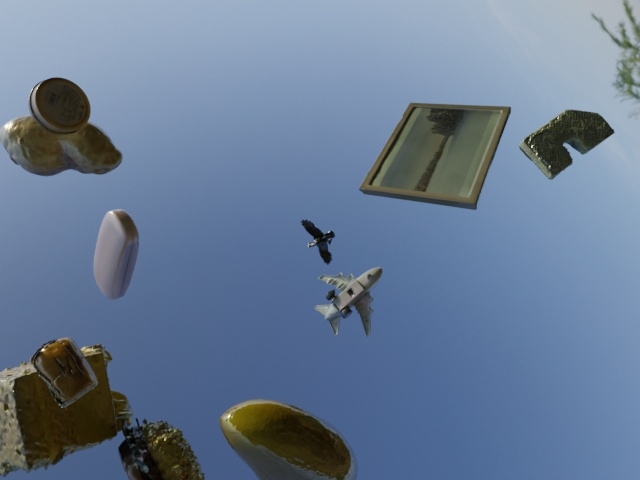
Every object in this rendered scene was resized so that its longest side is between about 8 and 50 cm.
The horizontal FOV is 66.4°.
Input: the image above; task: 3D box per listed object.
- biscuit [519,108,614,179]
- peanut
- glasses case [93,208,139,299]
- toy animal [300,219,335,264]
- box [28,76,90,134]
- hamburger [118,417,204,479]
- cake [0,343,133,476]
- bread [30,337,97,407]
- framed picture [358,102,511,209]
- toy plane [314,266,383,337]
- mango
[{"bbox_3d":[0.729,-0.300,1.445,0.250,0.046,0.147,-34,-102,-6],"label":"biscuit"},{"bbox_3d":[-0.553,-0.198,1.048,0.253,0.122,0.137,0,-112,-3],"label":"peanut"},{"bbox_3d":[-0.550,0.043,1.312,0.113,0.297,0.075,47,-141,19],"label":"glasses case"},{"bbox_3d":[0.000,0.000,1.875,0.220,0.108,0.062,56,-146,-22],"label":"toy animal"},{"bbox_3d":[-0.497,-0.257,0.935,0.105,0.037,0.106,5,-96,-49],"label":"box"},{"bbox_3d":[-0.354,0.506,1.101,0.138,0.243,0.261,-30,-132,-26],"label":"hamburger"},{"bbox_3d":[-0.599,0.379,1.138,0.286,0.222,0.228,-11,-91,-55],"label":"cake"},{"bbox_3d":[-0.425,0.214,0.811,0.072,0.053,0.106,-33,-100,-30],"label":"bread"},{"bbox_3d":[0.225,-0.174,0.930,0.289,0.213,0.016,-59,-33,-34],"label":"framed picture"},{"bbox_3d":[0.100,0.176,1.549,0.251,0.255,0.101,49,-169,21],"label":"toy plane"},{"bbox_3d":[-0.041,0.407,0.929,0.142,0.195,0.332,-84,-26,-47],"label":"mango"}]
